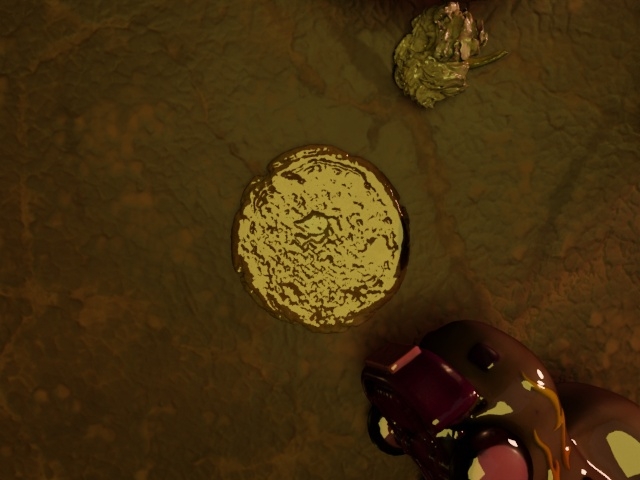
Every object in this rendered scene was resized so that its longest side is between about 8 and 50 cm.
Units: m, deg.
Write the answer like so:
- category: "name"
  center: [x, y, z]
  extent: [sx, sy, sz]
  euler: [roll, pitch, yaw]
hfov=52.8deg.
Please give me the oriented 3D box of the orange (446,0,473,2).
- category: "orange"
  center: [0.105, -0.375, 0.643]
  extent: [0.334, 0.196, 0.263]
  euler: [14, 82, -6]

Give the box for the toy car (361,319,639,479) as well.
- category: "toy car"
  center: [0.219, 0.219, 0.700]
  extent: [0.240, 0.271, 0.341]
  euler: [-36, 95, -14]

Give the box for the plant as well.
- category: "plant"
  center: [0.149, -0.208, 0.734]
  extent: [0.121, 0.105, 0.116]
  euler: [6, 139, -31]

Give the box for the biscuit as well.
- category: "biscuit"
  center: [0.000, 0.000, 0.764]
  extent: [0.225, 0.042, 0.226]
  euler: [0, 99, 1]
